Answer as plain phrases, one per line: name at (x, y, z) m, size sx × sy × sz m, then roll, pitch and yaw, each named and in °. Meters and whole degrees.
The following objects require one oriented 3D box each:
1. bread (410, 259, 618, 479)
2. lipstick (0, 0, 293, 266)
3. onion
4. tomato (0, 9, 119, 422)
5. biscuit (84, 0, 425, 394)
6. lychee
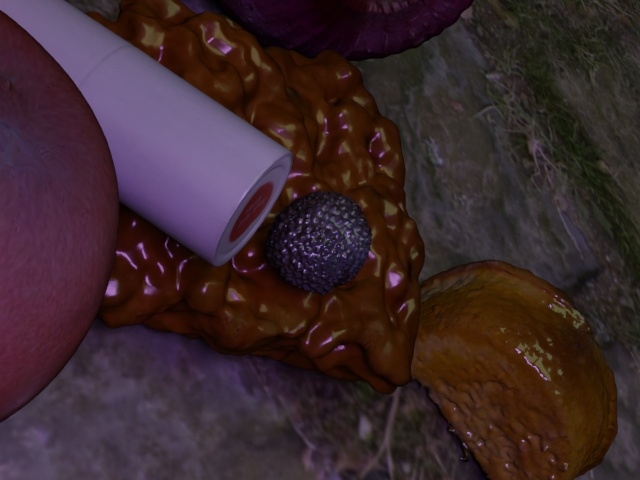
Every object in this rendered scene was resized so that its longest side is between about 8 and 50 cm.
bread at (0.177, 0.123, 1.045) m, size 0.229 × 0.139 × 0.143 m, roll 53°, pitch 45°, yaw -3°
lipstick at (-0.174, -0.108, 0.754) m, size 0.327 × 0.087 × 0.087 m, roll 34°, pitch 36°, yaw 8°
onion at (0.018, -0.267, 1.066) m, size 0.230 × 0.256 × 0.272 m, roll 74°, pitch 26°, yaw -53°
tomato at (-0.230, -0.016, 0.619) m, size 0.256 × 0.224 × 0.256 m, roll 37°, pitch 33°, yaw -29°
biscuit at (-0.053, -0.045, 0.922) m, size 0.312 × 0.110 × 0.318 m, roll 18°, pitch 53°, yaw -37°
lychee at (0.000, 0.000, 0.819) m, size 0.083 × 0.068 × 0.067 m, roll -3°, pitch 29°, yaw -43°
